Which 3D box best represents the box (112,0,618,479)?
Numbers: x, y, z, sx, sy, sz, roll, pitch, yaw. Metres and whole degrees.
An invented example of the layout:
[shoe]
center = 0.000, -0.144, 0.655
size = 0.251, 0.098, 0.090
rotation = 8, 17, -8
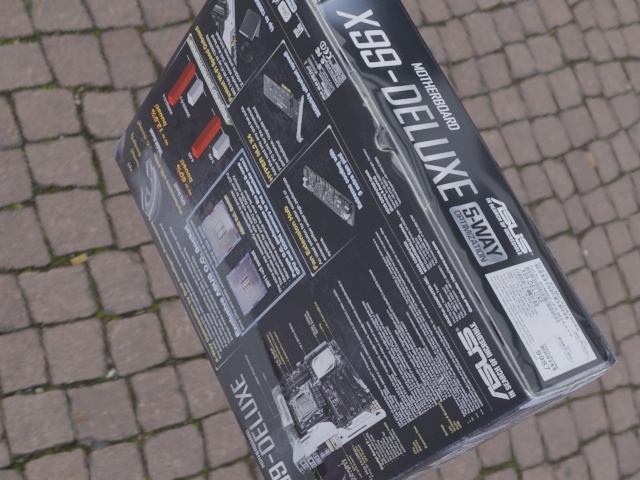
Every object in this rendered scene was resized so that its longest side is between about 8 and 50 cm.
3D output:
[box]
center = 0.000, 0.000, 0.602
size = 0.076, 0.242, 0.307
rotation = -14, 68, -40
